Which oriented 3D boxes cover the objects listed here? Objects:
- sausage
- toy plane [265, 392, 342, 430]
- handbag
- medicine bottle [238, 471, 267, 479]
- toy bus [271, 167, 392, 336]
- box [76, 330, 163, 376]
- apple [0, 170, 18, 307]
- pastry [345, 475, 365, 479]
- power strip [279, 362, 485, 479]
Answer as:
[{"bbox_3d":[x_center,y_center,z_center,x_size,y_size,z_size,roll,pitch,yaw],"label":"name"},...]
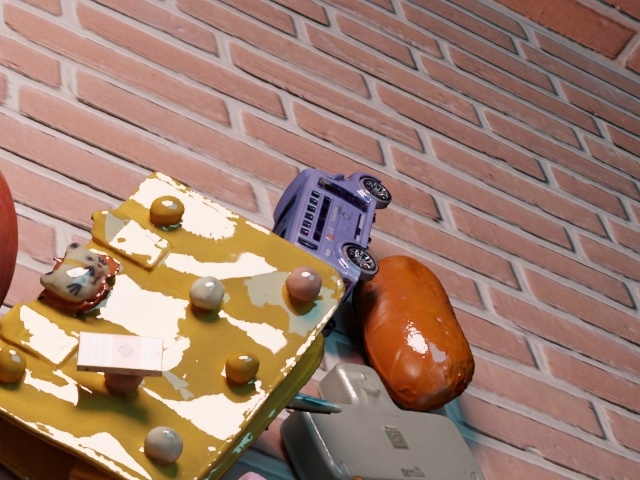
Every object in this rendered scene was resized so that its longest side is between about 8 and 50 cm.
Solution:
[{"bbox_3d":[0.114,0.116,2.335,0.133,0.133,0.258,20,32,-29],"label":"sausage"},{"bbox_3d":[-0.110,0.174,1.998,0.262,0.088,0.192,17,31,-6],"label":"toy plane"},{"bbox_3d":[-0.178,0.110,1.887,0.283,0.133,0.401,31,46,12],"label":"handbag"},{"bbox_3d":[0.038,0.399,1.678,0.388,0.219,0.219,34,26,-2],"label":"medicine bottle"},{"bbox_3d":[0.000,0.000,2.388,0.133,0.125,0.292,31,28,-9],"label":"toy bus"},{"bbox_3d":[-0.196,0.112,1.785,0.083,0.012,0.046,5,44,-8],"label":"box"},{"bbox_3d":[-0.457,0.004,1.592,0.364,0.364,0.364,28,27,-16],"label":"apple"},{"bbox_3d":[0.055,0.346,1.916,0.218,0.100,0.229,7,43,-37],"label":"pastry"},{"bbox_3d":[0.063,0.232,2.155,0.265,0.059,0.193,10,40,-42],"label":"power strip"}]
